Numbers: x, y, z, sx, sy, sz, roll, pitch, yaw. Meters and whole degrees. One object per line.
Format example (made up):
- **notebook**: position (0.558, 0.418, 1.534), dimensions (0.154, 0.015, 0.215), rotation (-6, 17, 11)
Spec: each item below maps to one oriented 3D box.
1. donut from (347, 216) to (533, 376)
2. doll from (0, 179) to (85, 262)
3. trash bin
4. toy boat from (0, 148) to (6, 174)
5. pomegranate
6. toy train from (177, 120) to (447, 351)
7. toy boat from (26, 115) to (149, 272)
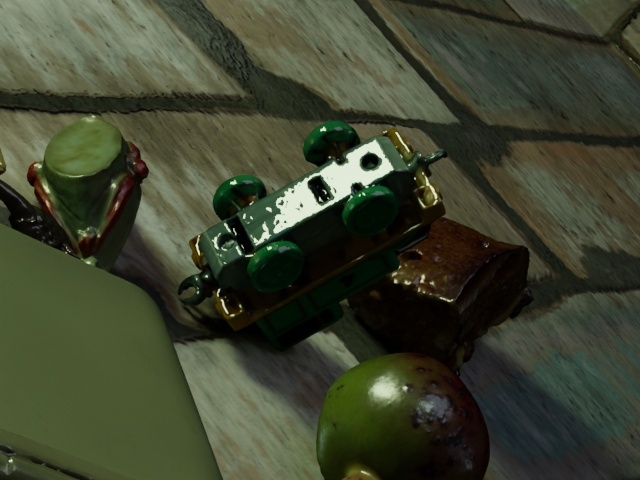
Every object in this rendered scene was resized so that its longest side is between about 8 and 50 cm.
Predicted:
- **donut**: position (0.108, 0.033, 1.588), dimensions (0.126, 0.144, 0.186), rotation (26, 45, 15)
- **doll**: position (-0.167, 0.036, 1.203), dimensions (0.165, 0.057, 0.139), rotation (42, 4, -47)
- **trash bin**: position (-0.161, 0.106, 1.012), dimensions (0.243, 0.121, 0.247), rotation (28, 24, -32)
- **toy boat**: position (-0.298, -0.089, 1.176), dimensions (0.226, 0.088, 0.068), rotation (22, 29, -40)
- **pomegranate**: position (0.053, 0.148, 1.279), dimensions (0.129, 0.129, 0.159), rotation (42, 22, -2)
- **toy train**: position (0.000, 0.000, 1.386), dimensions (0.091, 0.228, 0.136), rotation (60, -2, 39)
- **toy boat**: position (-0.168, -0.038, 1.331), dimensions (0.089, 0.071, 0.185), rotation (-4, 30, 1)
